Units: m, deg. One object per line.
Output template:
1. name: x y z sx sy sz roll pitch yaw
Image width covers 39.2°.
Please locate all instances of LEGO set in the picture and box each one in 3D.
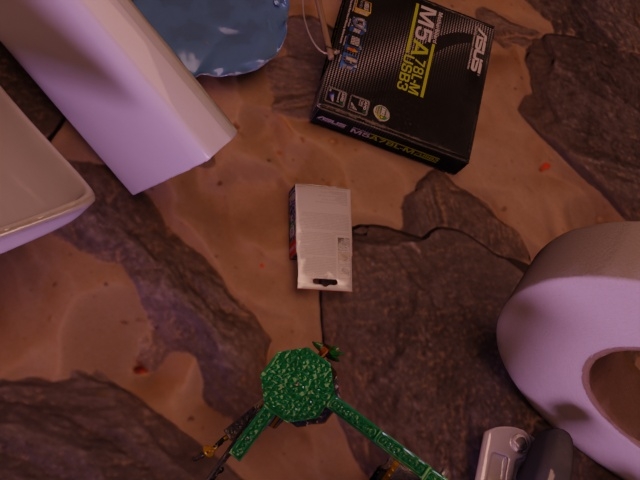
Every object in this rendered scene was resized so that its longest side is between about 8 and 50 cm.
1. LEGO set: -0.014 0.268 0.786 0.255 0.192 0.331 26 79 12

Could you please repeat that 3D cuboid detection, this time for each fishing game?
1. fishing game: -0.124 -0.250 0.980 0.264 0.041 0.189 -10 67 -15

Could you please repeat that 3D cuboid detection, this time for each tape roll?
1. tape roll: 0.347 0.139 0.804 0.392 0.392 0.072 38 64 -2

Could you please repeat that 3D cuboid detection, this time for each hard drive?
1. hard drive: -0.234 -0.199 0.769 0.047 0.233 0.353 -45 105 -22

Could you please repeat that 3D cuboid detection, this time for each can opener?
1. can opener: 0.171 0.310 0.858 0.074 0.093 0.280 21 71 -11

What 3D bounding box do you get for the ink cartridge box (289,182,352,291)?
1. ink cartridge box: 0.000 0.000 0.938 0.063 0.029 0.115 5 71 -17

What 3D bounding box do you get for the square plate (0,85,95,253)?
1. square plate: -0.402 -0.036 0.726 0.344 0.049 0.347 -26 43 -24

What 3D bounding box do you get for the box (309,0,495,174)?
1. box: 0.097 -0.192 1.027 0.184 0.045 0.190 19 68 -9
